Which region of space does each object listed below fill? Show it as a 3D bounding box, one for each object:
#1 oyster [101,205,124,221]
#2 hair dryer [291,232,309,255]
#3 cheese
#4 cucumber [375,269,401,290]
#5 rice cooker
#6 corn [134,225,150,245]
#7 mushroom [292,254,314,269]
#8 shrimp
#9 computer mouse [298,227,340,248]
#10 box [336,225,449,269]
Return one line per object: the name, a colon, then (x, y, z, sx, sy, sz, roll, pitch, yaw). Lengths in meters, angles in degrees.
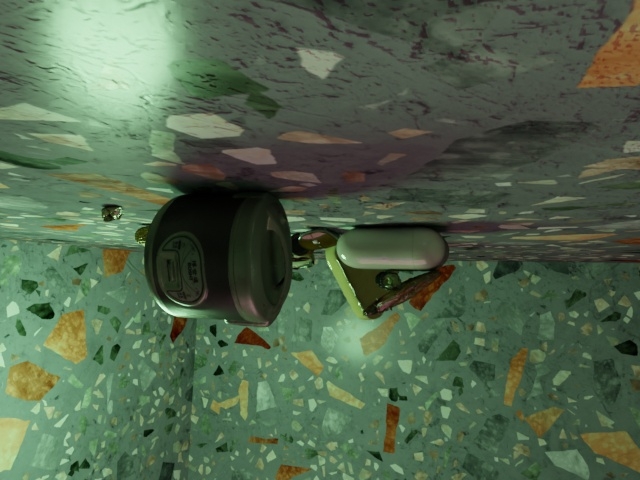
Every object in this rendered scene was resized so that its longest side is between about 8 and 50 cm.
oyster: (-0.561, -0.081, 1.169, 0.083, 0.038, 0.081, -29, 172, 25)
hair dryer: (-0.163, 0.008, 1.717, 0.279, 0.090, 0.135, 7, 178, 8)
cheese: (0.234, 0.131, 1.960, 0.384, 0.384, 0.104, 5, 167, -30)
cucumber: (0.219, 0.135, 1.460, 0.067, 0.067, 0.245, 2, 175, -1)
rice cooker: (-0.196, 0.039, 0.919, 0.277, 0.288, 0.288, 3, 175, 13)
corn: (-0.536, -0.012, 1.514, 0.260, 0.091, 0.091, 0, 139, 21)
mushroom: (-0.193, 0.053, 1.979, 0.344, 0.130, 0.247, 3, 159, -25)
shrimp: (0.259, 0.174, 1.402, 0.294, 0.062, 0.154, -37, 165, 15)
computer mouse: (0.006, 0.000, 1.567, 0.126, 0.056, 0.245, -14, 169, 15)
box: (0.244, 0.032, 1.441, 0.349, 0.141, 0.289, 0, 173, 21)
